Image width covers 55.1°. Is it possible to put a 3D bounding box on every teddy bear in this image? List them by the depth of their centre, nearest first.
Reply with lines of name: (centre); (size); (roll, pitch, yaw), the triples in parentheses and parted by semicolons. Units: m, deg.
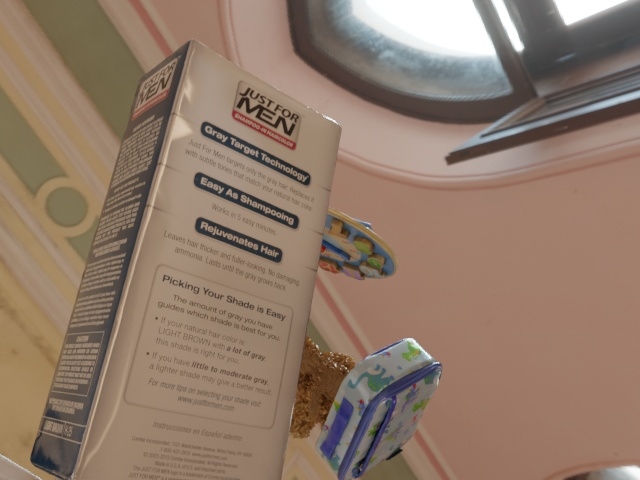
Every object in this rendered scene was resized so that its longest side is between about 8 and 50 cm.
teddy bear: (0.014, 0.329, 1.300); (0.338, 0.113, 0.245); (29, -131, -16)

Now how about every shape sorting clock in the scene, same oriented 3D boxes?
shape sorting clock: (0.000, 0.000, 0.775); (0.206, 0.206, 0.040); (32, -107, -33)

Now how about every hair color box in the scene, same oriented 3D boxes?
hair color box: (-0.101, 0.029, 0.532); (0.174, 0.105, 0.347); (24, -112, -36)

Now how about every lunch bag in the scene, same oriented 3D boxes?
lunch bag: (0.088, 0.269, 0.961); (0.176, 0.090, 0.219); (-14, -46, -40)

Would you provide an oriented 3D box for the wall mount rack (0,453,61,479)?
wall mount rack: (-0.439, 0.317, 0.635); (0.350, 0.130, 0.304); (33, -138, 0)
